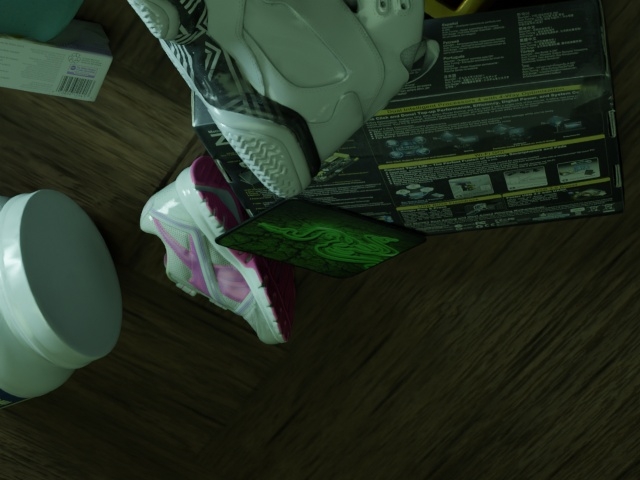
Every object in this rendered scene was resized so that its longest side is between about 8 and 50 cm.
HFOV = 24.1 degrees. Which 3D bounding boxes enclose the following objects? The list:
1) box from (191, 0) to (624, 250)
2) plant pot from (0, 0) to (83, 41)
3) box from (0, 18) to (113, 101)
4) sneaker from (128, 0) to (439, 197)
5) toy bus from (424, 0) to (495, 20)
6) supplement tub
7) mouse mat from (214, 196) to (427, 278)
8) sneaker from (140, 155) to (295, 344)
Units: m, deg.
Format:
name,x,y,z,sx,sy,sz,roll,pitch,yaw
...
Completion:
name,x,y,z,sx,sy,sz,roll,pitch,yaw
box,0.101,-0.102,1.514,0.395,0.097,0.318,-7,157,12
plant pot,-0.338,-0.312,1.387,0.255,0.271,0.271,18,129,-28
box,-0.371,-0.205,1.506,0.324,0.063,0.067,6,130,-30
sneaker,-0.047,-0.221,1.256,0.210,0.137,0.366,-36,125,-1
toy bus,0.098,-0.222,1.496,0.191,0.104,0.202,-8,126,12
supplement tub,-0.415,0.086,1.705,0.325,0.235,0.235,-19,124,20
mouse mat,0.000,0.000,1.621,0.190,0.007,0.153,15,153,-34
sneaker,-0.115,0.021,1.720,0.111,0.103,0.252,-19,117,25
